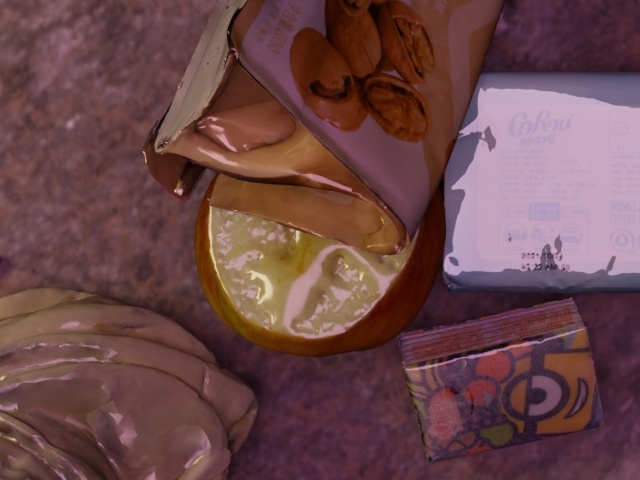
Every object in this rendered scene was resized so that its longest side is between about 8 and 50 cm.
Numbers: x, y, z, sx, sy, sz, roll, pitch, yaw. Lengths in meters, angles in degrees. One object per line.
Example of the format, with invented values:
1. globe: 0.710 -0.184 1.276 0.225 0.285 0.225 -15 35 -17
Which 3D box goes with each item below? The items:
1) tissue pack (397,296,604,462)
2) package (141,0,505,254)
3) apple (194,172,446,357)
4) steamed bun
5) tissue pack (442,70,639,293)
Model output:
1. tissue pack: 0.143 0.111 1.394 0.148 0.060 0.109 -13 123 4
2. package: 0.000 -0.156 1.321 0.221 0.165 0.311 42 51 -28
3. apple: 0.000 0.000 1.365 0.195 0.160 0.173 5 98 7
4. steamed bun: -0.206 0.174 1.361 0.268 0.207 0.280 24 91 2
5. tissue pack: 0.228 -0.045 1.392 0.263 0.089 0.177 0 90 5
